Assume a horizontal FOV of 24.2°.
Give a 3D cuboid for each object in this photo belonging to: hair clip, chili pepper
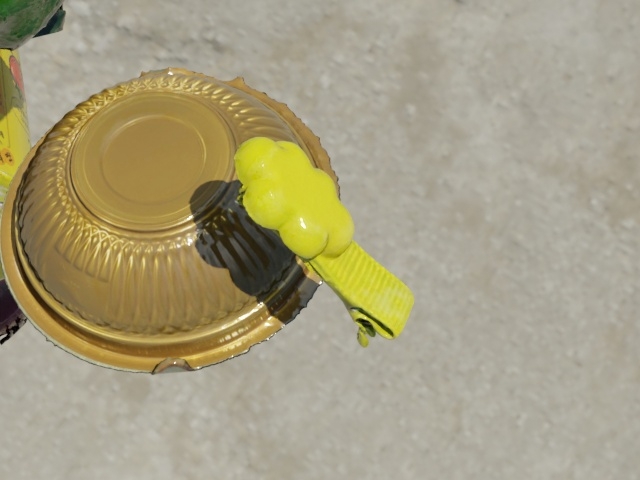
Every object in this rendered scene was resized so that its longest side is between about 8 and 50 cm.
[{"bbox_3d":[0.000,0.000,1.005,0.173,0.046,0.072,53,38,-25],"label":"hair clip"},{"bbox_3d":[-0.302,-0.216,1.337,0.148,0.264,0.116,-30,111,-23],"label":"chili pepper"}]

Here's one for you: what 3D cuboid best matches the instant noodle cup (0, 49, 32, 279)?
[{"bbox_3d":[-0.455,-0.117,1.624,0.325,0.254,0.326,-4,153,-2],"label":"instant noodle cup"}]

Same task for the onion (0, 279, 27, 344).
[{"bbox_3d":[-0.506,0.002,2.018,0.313,0.232,0.314,0,89,-16],"label":"onion"}]

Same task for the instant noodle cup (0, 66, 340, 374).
[{"bbox_3d":[-0.120,-0.037,1.127,0.274,0.274,0.091,-44,157,-18],"label":"instant noodle cup"}]
